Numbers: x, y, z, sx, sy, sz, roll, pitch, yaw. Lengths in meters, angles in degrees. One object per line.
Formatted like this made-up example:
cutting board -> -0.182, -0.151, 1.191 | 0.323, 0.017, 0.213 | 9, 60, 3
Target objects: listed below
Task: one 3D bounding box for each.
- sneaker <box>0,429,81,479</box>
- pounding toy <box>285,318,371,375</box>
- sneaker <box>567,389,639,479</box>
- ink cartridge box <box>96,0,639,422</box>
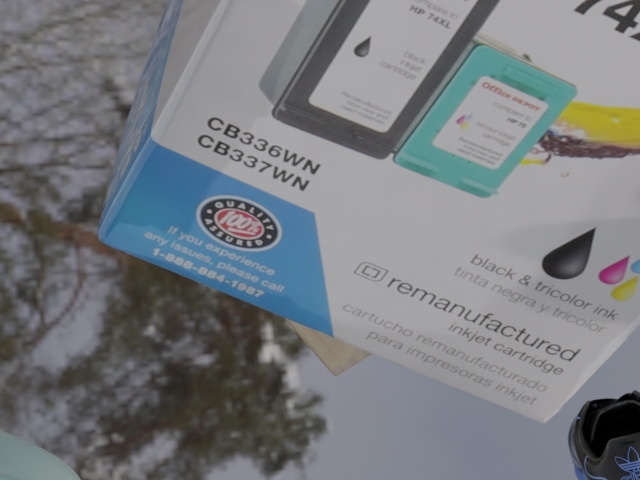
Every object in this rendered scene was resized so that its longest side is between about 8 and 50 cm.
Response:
sneaker -> -0.192, 0.101, 0.536 | 0.151, 0.256, 0.094 | -132, -127, -82
pounding toy -> 0.003, 0.002, 1.335 | 0.094, 0.181, 0.206 | -33, -138, 6
sneaker -> 0.225, 0.147, 1.212 | 0.232, 0.081, 0.090 | -95, 171, -77
ink cartridge box -> 0.070, -0.111, 0.597 | 0.197, 0.198, 0.270 | -80, -163, -45
